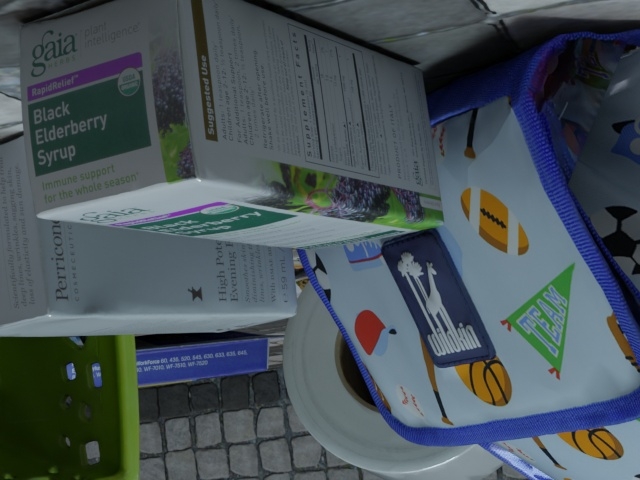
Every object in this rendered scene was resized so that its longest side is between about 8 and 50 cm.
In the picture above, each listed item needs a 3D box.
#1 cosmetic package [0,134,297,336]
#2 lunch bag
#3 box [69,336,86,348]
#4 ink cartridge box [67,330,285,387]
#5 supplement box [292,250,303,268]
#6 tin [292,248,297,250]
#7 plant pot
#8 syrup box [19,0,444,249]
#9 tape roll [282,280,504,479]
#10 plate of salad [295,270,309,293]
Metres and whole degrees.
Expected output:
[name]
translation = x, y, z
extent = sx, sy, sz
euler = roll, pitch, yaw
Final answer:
[cosmetic package]
translation = -0.124, 0.002, 0.889
extent = 0.086, 0.117, 0.231
euler = -15, 170, 37
[lunch bag]
translation = 0.193, 0.041, 0.869
extent = 0.385, 0.238, 0.328
euler = 34, 157, -16
[box]
translation = -0.369, 0.111, 1.604
extent = 0.159, 0.044, 0.233
euler = -6, 171, -8
[ink cartridge box]
translation = -0.239, 0.172, 1.880
extent = 0.304, 0.072, 0.307
euler = -4, -178, -22
[supplement box]
translation = 0.000, 0.000, 1.221
extent = 0.098, 0.036, 0.062
euler = -12, 169, 33
[tin]
translation = -0.037, -0.008, 1.057
extent = 0.106, 0.040, 0.190
euler = 1, 178, -31
[plant pot]
translation = -0.317, 0.126, 1.205
extent = 0.228, 0.227, 0.207
euler = 0, 174, -41
[syrup box]
translation = -0.035, -0.053, 0.669
extent = 0.093, 0.096, 0.237
euler = -12, 171, 30
[tape roll]
translation = 0.100, 0.128, 1.375
extent = 0.246, 0.246, 0.169
euler = -10, 161, 15
[plate of salad]
translation = 0.045, 0.055, 1.572
extent = 0.200, 0.048, 0.200
euler = -8, 171, -1
